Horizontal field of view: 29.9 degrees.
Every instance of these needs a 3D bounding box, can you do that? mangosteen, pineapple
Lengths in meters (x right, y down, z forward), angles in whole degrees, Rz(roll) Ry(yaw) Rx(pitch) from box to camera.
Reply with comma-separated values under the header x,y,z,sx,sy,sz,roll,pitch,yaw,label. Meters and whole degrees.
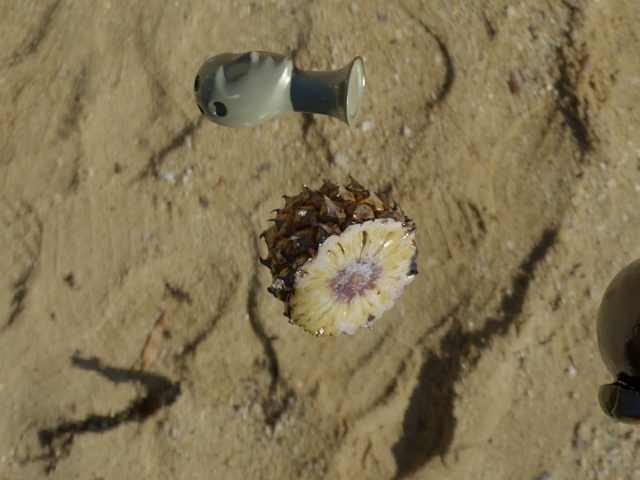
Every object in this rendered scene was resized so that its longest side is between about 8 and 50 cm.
x,y,z,sx,sy,sz,roll,pitch,yaw,label
0.549,0.157,1.758,0.300,0.300,0.300,-2,118,-3,mangosteen
0.003,-0.002,1.238,0.176,0.137,0.161,16,116,-44,pineapple

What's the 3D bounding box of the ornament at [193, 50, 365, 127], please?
x,y,z,sx,sy,sz,roll,pitch,yaw,label
-0.042,-0.144,1.120,0.156,0.075,0.081,4,137,14,ornament
